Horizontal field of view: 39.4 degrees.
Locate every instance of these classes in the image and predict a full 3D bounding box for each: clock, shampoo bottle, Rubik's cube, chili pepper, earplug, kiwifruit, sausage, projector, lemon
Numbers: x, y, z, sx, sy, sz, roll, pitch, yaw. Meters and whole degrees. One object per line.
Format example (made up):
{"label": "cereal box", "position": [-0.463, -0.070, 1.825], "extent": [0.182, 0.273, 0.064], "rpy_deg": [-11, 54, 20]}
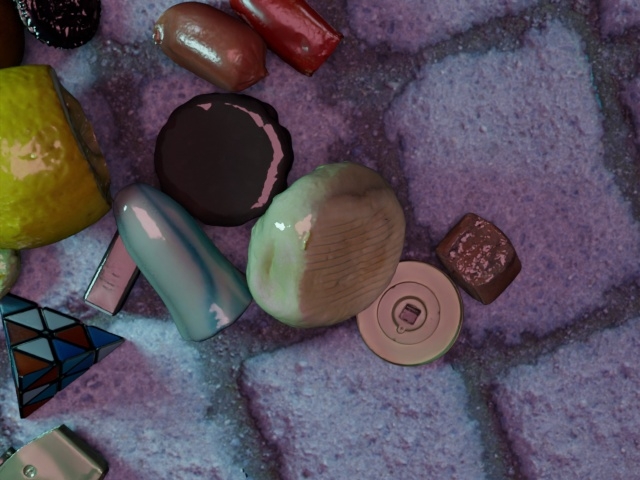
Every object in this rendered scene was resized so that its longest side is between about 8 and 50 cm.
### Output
{"label": "clock", "position": [0.193, 0.157, 1.924], "extent": [0.235, 0.029, 0.234], "rpy_deg": [0, 94, -4]}
{"label": "shampoo bottle", "position": [-0.401, 0.030, 1.853], "extent": [0.080, 0.079, 0.246], "rpy_deg": [27, 92, -6]}
{"label": "Rubik's cube", "position": [-0.524, 0.258, 1.868], "extent": [0.234, 0.284, 0.250], "rpy_deg": [-11, 121, -24]}
{"label": "chili pepper", "position": [-0.112, -0.481, 1.808], "extent": [0.338, 0.134, 0.131], "rpy_deg": [43, 105, -7]}
{"label": "earplug", "position": [-0.288, 0.023, 1.758], "extent": [0.185, 0.185, 0.324], "rpy_deg": [-34, 115, -1]}
{"label": "kiwifruit", "position": [-0.679, -0.415, 1.749], "extent": [0.196, 0.196, 0.233], "rpy_deg": [-16, 100, -2]}
{"label": "sausage", "position": [-0.214, -0.393, 1.791], "extent": [0.254, 0.148, 0.148], "rpy_deg": [36, 91, 13]}
{"label": "projector", "position": [-0.598, 0.517, 1.872], "extent": [0.193, 0.088, 0.269], "rpy_deg": [43, 90, -4]}
{"label": "lemon", "position": [-0.591, -0.144, 1.698], "extent": [0.364, 0.364, 0.364], "rpy_deg": [0, 94, -4]}

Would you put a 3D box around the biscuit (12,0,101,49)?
{"label": "biscuit", "position": [-0.521, -0.474, 1.772], "extent": [0.053, 0.195, 0.194], "rpy_deg": [1, 96, 40]}

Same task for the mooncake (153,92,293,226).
{"label": "mooncake", "position": [-0.192, -0.166, 1.822], "extent": [0.283, 0.141, 0.282], "rpy_deg": [1, 95, 6]}

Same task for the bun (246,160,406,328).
{"label": "bun", "position": [0.000, 0.000, 1.783], "extent": [0.213, 0.361, 0.361], "rpy_deg": [31, 92, 39]}

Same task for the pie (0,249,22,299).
{"label": "pie", "position": [-0.719, 0.007, 1.819], "extent": [0.248, 0.090, 0.201], "rpy_deg": [40, 88, 1]}

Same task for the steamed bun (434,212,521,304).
{"label": "steamed bun", "position": [0.338, 0.036, 1.886], "extent": [0.145, 0.106, 0.175], "rpy_deg": [-44, 93, 0]}
